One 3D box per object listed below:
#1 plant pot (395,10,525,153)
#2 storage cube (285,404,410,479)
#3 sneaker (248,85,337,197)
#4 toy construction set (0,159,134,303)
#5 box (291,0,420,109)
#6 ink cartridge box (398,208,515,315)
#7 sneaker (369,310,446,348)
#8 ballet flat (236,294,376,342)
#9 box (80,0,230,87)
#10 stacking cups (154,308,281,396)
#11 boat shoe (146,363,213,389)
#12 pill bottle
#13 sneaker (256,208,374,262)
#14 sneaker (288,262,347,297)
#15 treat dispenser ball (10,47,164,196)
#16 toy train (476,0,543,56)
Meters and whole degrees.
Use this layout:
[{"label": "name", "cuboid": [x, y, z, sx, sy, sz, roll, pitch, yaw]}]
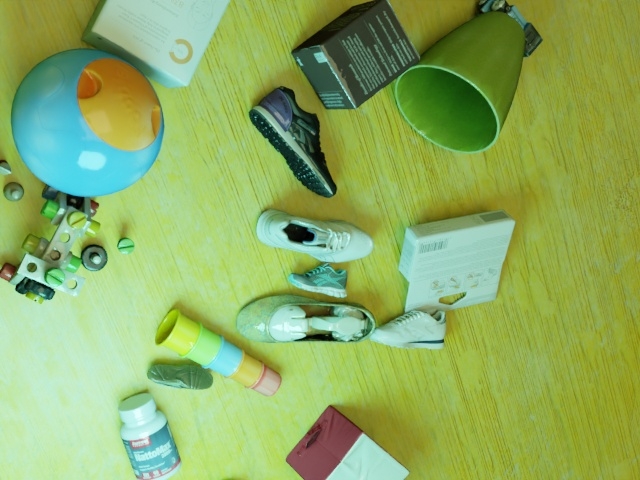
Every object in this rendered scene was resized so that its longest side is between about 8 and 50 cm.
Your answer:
[{"label": "plant pot", "cuboid": [0.371, -0.410, 1.942, 0.275, 0.275, 0.293, 47, 63, -23]}, {"label": "storage cube", "cuboid": [0.063, 0.554, 1.968, 0.215, 0.193, 0.183, 45, 79, -24]}, {"label": "sneaker", "cuboid": [-0.030, -0.230, 1.859, 0.124, 0.107, 0.283, -46, 113, -18]}, {"label": "toy construction set", "cuboid": [-0.546, -0.018, 1.585, 0.257, 0.237, 0.308, -39, 111, -14]}, {"label": "box", "cuboid": [0.079, -0.424, 1.837, 0.203, 0.168, 0.167, -39, 112, -13]}, {"label": "ink cartridge box", "cuboid": [0.345, 0.063, 2.089, 0.297, 0.066, 0.261, -10, 127, -22]}, {"label": "sneaker", "cuboid": [0.224, 0.224, 2.048, 0.235, 0.090, 0.094, 3, 100, -36]}, {"label": "ballet flat", "cuboid": [-0.023, 0.196, 1.918, 0.349, 0.123, 0.123, 3, 97, -24]}, {"label": "box", "cuboid": [-0.311, -0.518, 1.651, 0.215, 0.168, 0.345, 28, 86, -25]}, {"label": "stacking cups", "cuboid": [-0.224, 0.271, 1.849, 0.316, 0.096, 0.096, 34, 84, -24]}, {"label": "boat shoe", "cuboid": [-0.323, 0.311, 1.839, 0.152, 0.049, 0.056, 16, 73, -21]}, {"label": "pill bottle", "cuboid": [-0.388, 0.442, 1.798, 0.108, 0.108, 0.180, -21, 106, -20]}, {"label": "sneaker", "cuboid": [0.000, 0.000, 1.890, 0.297, 0.129, 0.110, 8, 94, -26]}, {"label": "sneaker", "cuboid": [-0.003, 0.088, 1.942, 0.167, 0.065, 0.076, 13, 91, -34]}, {"label": "treat dispenser ball", "cuboid": [-0.452, -0.228, 1.567, 0.288, 0.288, 0.288, -4, 100, -23]}, {"label": "toy train", "cuboid": [0.475, -0.543, 2.029, 0.184, 0.105, 0.080, 45, 79, -23]}]
